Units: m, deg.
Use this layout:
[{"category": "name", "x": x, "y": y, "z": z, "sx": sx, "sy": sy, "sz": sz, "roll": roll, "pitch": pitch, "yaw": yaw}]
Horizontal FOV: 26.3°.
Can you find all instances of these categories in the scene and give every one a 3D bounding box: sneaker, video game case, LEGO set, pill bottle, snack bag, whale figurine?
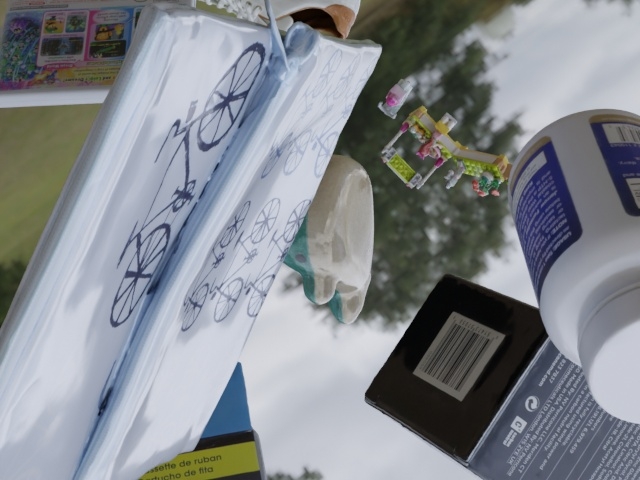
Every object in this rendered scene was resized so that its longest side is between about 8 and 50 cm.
[{"category": "sneaker", "x": -0.091, "y": -0.336, "z": 1.911, "sx": 0.106, "sy": 0.290, "sz": 0.123, "roll": 81, "pitch": 17, "yaw": -71}, {"category": "video game case", "x": -0.182, "y": -0.170, "z": 1.120, "sx": 0.157, "sy": 0.143, "sz": 0.019, "roll": -2, "pitch": 146, "yaw": 3}, {"category": "LEGO set", "x": 0.203, "y": -0.126, "z": 2.188, "sx": 0.107, "sy": 0.287, "sz": 0.132, "roll": -48, "pitch": 166, "yaw": -23}, {"category": "pill bottle", "x": 0.180, "y": 0.014, "z": 0.813, "sx": 0.112, "sy": 0.112, "sz": 0.187, "roll": -35, "pitch": -149, "yaw": 21}, {"category": "snack bag", "x": -0.081, "y": 0.020, "z": 0.764, "sx": 0.323, "sy": 0.037, "sz": 0.342, "roll": -63, "pitch": 167, "yaw": 10}, {"category": "whale figurine", "x": 0.000, "y": 0.000, "z": 1.932, "sx": 0.141, "sy": 0.272, "sz": 0.216, "roll": 5, "pitch": -127, "yaw": 17}]

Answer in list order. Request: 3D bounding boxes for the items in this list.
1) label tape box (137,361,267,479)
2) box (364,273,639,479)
[{"category": "label tape box", "x": -0.147, "y": 0.278, "z": 1.018, "sx": 0.249, "sy": 0.115, "sz": 0.348, "roll": -11, "pitch": -131, "yaw": -3}, {"category": "box", "x": 0.307, "y": 0.252, "z": 1.770, "sx": 0.212, "sy": 0.395, "sz": 0.293, "roll": -56, "pitch": -156, "yaw": -5}]
